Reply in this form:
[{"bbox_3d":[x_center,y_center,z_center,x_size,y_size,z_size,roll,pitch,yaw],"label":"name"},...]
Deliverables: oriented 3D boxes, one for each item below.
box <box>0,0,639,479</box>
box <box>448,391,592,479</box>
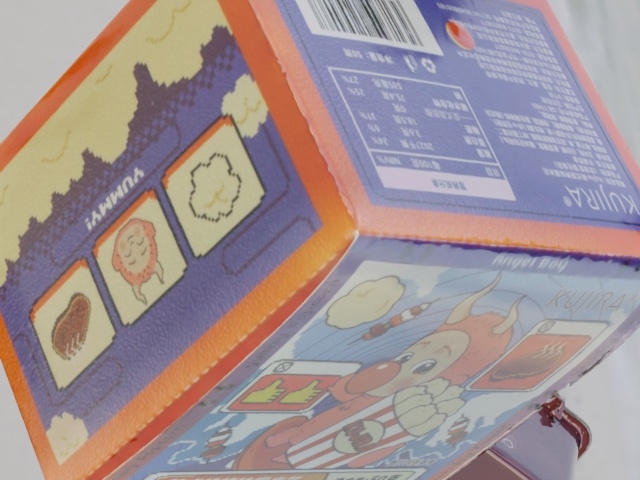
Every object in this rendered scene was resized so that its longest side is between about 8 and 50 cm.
[{"bbox_3d":[0.000,0.000,1.318,0.349,0.318,0.257,5,50,-48],"label":"box"},{"bbox_3d":[0.131,0.272,2.022,0.193,0.294,0.167,35,25,-9],"label":"box"}]
